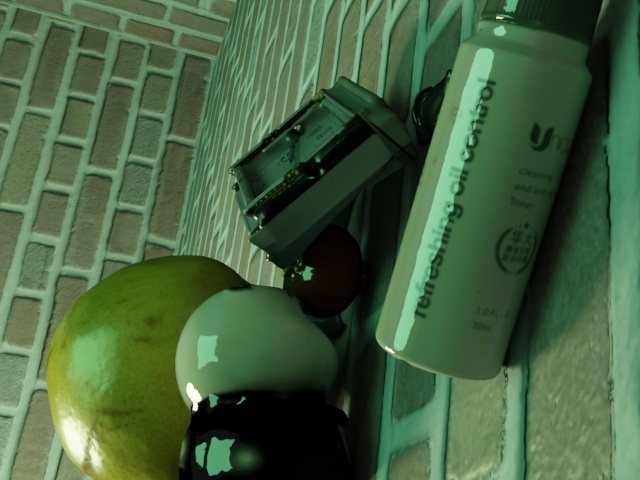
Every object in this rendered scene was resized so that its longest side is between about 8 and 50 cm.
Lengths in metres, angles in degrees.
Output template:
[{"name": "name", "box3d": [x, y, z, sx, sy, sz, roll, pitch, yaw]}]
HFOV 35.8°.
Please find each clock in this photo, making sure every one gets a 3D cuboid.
[{"name": "clock", "box3d": [-0.006, -0.076, 1.039, 0.186, 0.083, 0.253, -40, 18, 4]}]

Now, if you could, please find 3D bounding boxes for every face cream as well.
[{"name": "face cream", "box3d": [0.120, -0.066, 0.651, 0.092, 0.092, 0.311, -128, 53, -74]}]

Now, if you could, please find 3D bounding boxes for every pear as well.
[{"name": "pear", "box3d": [-0.181, 0.169, 1.206, 0.314, 0.315, 0.314, -167, 90, -77]}]

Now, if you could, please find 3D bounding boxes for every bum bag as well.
[{"name": "bum bag", "box3d": [0.106, -0.117, 0.888, 0.124, 0.034, 0.057, 165, 103, -76]}]

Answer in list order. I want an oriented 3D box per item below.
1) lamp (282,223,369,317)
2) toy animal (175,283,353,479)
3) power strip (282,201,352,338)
[{"name": "lamp", "box3d": [0.006, 0.032, 1.045, 0.101, 0.090, 0.101, -167, 90, -76]}, {"name": "toy animal", "box3d": [-0.060, 0.158, 0.977, 0.187, 0.165, 0.235, 117, 152, -57]}, {"name": "power strip", "box3d": [0.000, 0.000, 1.189, 0.167, 0.054, 0.253, 137, 143, -67]}]
